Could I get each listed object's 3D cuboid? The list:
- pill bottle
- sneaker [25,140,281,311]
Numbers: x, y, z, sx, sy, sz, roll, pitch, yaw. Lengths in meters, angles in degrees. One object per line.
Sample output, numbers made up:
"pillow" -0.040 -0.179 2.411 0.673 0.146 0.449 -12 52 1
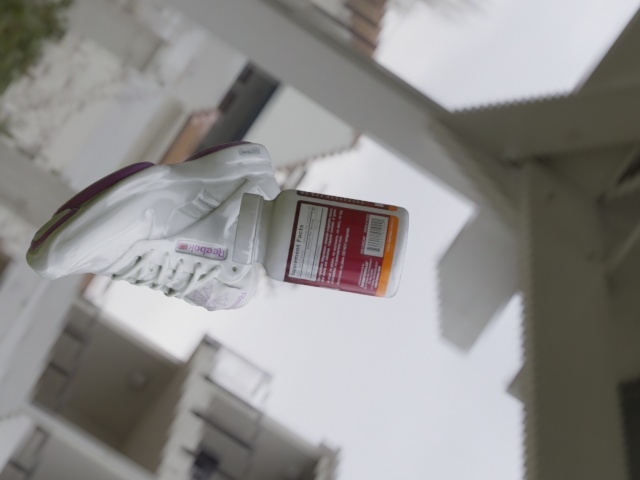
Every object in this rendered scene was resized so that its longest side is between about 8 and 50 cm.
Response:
"pill bottle" 0.000 0.000 1.764 0.086 0.152 0.086 -170 -90 -89
"sneaker" -0.131 0.000 1.794 0.305 0.152 0.114 -19 172 -45
